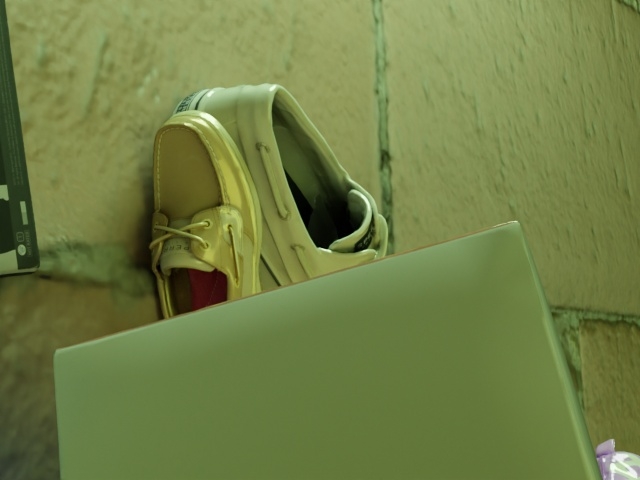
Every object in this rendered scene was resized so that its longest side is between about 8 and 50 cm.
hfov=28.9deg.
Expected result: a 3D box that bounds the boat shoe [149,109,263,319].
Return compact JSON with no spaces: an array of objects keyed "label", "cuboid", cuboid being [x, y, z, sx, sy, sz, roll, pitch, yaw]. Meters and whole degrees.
[{"label":"boat shoe","cuboid":[-0.070,0.009,0.735,0.059,0.063,0.170,-25,105,-62]}]

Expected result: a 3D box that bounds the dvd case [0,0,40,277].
[{"label":"dvd case","cuboid":[-0.227,-0.064,0.541,0.238,0.029,0.179,-6,88,-57]}]

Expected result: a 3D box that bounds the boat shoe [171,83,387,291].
[{"label":"boat shoe","cuboid":[0.000,0.000,0.826,0.258,0.084,0.095,50,44,-39]}]

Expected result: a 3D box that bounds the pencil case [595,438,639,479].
[{"label":"pencil case","cuboid":[0.278,0.297,1.200,0.088,0.086,0.206,41,43,-9]}]

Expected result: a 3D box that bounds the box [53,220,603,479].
[{"label":"box","cuboid":[0.041,0.162,0.625,0.345,0.215,0.168,59,18,-60]}]
